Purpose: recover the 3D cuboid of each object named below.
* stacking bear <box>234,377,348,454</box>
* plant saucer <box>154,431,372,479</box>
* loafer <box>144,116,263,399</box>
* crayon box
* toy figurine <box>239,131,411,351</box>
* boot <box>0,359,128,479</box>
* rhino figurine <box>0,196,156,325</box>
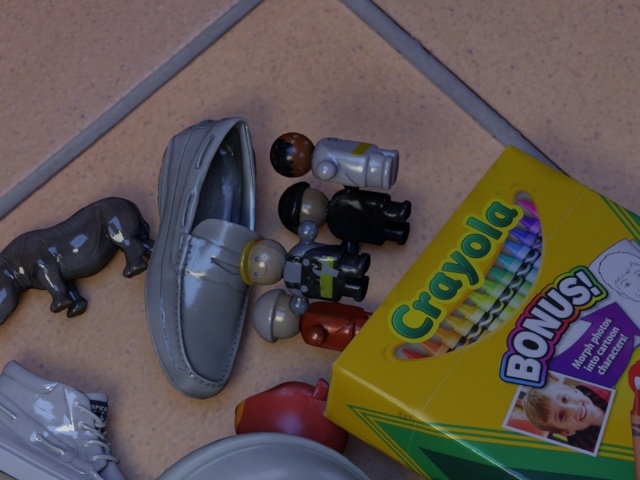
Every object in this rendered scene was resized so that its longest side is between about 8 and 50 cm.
[{"bbox_3d":[-0.064,0.273,1.853,0.164,0.175,0.289,21,62,9],"label":"stacking bear"},{"bbox_3d":[-0.028,0.378,1.698,0.400,0.100,0.400,6,80,-38],"label":"plant saucer"},{"bbox_3d":[-0.120,0.012,1.973,0.112,0.111,0.319,17,61,-39],"label":"loafer"},{"bbox_3d":[0.232,0.111,1.874,0.313,0.106,0.363,31,55,14],"label":"crayon box"},{"bbox_3d":[0.000,0.000,1.932,0.148,0.209,0.213,9,67,14],"label":"toy figurine"},{"bbox_3d":[-0.250,0.217,1.913,0.258,0.095,0.123,25,78,14],"label":"boot"},{"bbox_3d":[-0.294,0.031,2.009,0.243,0.073,0.106,-25,72,-7],"label":"rhino figurine"}]
